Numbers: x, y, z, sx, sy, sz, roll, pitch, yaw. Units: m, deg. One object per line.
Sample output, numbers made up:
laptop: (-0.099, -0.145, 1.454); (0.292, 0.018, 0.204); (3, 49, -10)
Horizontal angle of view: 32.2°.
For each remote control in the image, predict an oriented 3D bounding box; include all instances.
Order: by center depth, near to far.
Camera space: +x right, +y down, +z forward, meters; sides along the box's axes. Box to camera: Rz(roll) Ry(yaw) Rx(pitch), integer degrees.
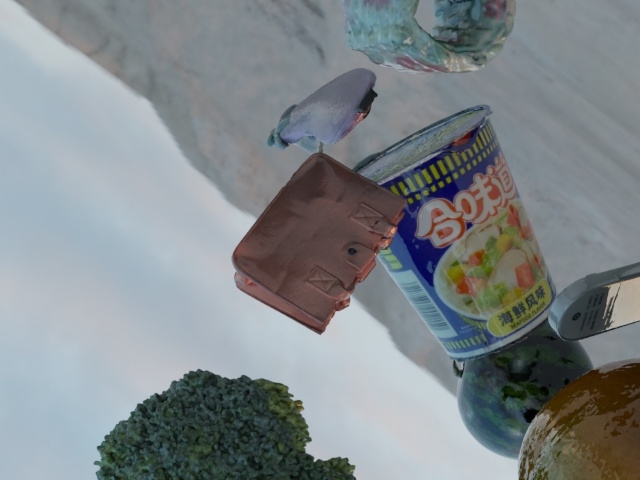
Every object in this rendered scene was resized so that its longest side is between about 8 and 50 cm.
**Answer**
remote control: (0.346, 0.051, 1.167); (0.245, 0.077, 0.022); (-13, -139, -22)

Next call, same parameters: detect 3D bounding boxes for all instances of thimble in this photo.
thimble: (0.136, -0.301, 1.433); (0.149, 0.211, 0.185); (9, 125, 53)

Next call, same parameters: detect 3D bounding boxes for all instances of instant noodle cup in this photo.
instant noodle cup: (0.201, -0.001, 1.636); (0.312, 0.284, 0.284); (60, -175, -10)

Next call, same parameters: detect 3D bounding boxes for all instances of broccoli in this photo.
broccoli: (-0.089, 0.300, 1.405); (0.375, 0.249, 0.302); (15, 179, 21)

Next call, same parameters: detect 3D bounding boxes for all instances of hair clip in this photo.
hair clip: (0.012, -0.185, 1.631); (0.096, 0.110, 0.358); (65, 163, -2)

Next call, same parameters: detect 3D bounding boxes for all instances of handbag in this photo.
handbag: (0.000, 0.000, 1.414); (0.157, 0.212, 0.059); (30, 153, 14)

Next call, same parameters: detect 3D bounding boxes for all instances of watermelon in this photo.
watermelon: (0.369, 0.268, 1.999); (0.269, 0.269, 0.269); (37, -171, -7)

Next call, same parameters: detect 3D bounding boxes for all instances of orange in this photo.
orange: (0.325, 0.254, 1.059); (0.274, 0.310, 0.274); (5, 158, 2)
